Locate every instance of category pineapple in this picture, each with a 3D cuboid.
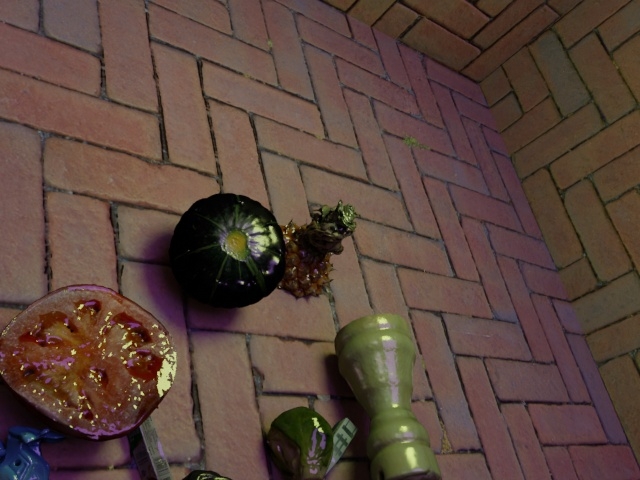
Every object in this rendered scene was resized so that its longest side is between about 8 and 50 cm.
[{"bbox_3d":[0.000,0.000,1.913,0.262,0.271,0.262,26,44,-29],"label":"pineapple"}]

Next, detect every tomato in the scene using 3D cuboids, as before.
[{"bbox_3d":[-0.459,0.255,1.333,0.338,0.144,0.338,18,45,-20],"label":"tomato"}]

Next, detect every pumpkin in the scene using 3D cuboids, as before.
[{"bbox_3d":[-0.239,0.033,1.705,0.296,0.296,0.296,26,45,-29],"label":"pumpkin"}]

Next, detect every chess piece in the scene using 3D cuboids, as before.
[{"bbox_3d":[0.175,0.430,1.751,0.234,0.234,0.442,22,40,-33],"label":"chess piece"}]

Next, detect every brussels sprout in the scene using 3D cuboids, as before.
[{"bbox_3d":[-0.035,0.483,1.599,0.145,0.131,0.183,-21,66,-36],"label":"brussels sprout"}]

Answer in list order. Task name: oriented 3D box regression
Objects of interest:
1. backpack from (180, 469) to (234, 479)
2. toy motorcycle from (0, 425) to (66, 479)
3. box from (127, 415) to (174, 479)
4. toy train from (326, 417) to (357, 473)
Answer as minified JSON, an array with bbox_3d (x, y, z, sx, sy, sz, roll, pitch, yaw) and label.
[{"bbox_3d":[-0.186,0.674,1.216,0.363,0.255,0.446,34,27,-24],"label":"backpack"},{"bbox_3d":[-0.509,0.439,1.185,0.182,0.123,0.272,-29,80,-30],"label":"toy motorcycle"},{"bbox_3d":[-0.359,0.425,1.393,0.041,0.050,0.207,-4,64,-51],"label":"box"},{"bbox_3d":[0.018,0.539,1.686,0.052,0.051,0.234,48,38,0],"label":"toy train"}]
